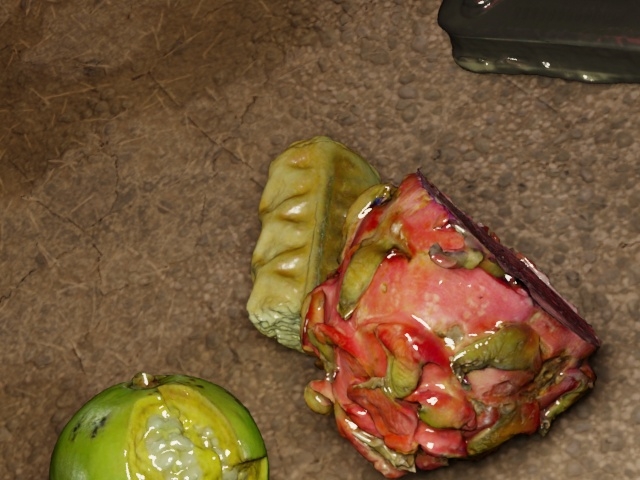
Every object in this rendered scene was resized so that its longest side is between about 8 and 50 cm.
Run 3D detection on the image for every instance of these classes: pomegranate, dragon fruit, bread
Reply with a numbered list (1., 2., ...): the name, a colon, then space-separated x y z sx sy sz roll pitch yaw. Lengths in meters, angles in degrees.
1. pomegranate: -0.153 0.286 1.834 0.236 0.236 0.301 -21 85 9
2. dragon fruit: 0.098 0.101 1.805 0.263 0.314 0.296 -47 42 9
3. bread: 0.000 0.000 2.006 0.152 0.130 0.267 13 56 -12

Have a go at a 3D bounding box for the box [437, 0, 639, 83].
1. box: 0.346 -0.347 2.119 0.350 0.091 0.359 9 60 28
